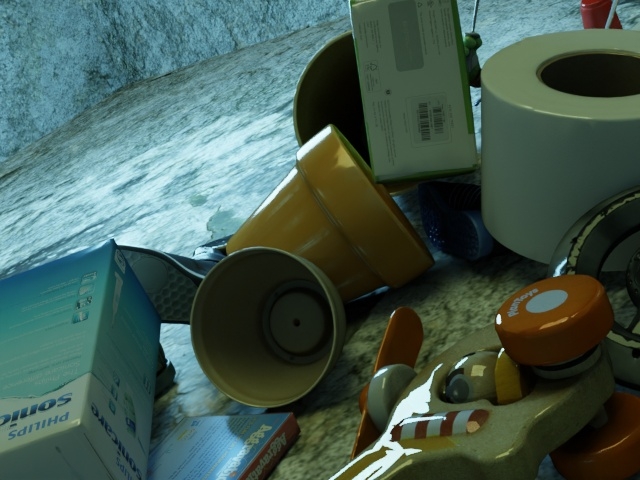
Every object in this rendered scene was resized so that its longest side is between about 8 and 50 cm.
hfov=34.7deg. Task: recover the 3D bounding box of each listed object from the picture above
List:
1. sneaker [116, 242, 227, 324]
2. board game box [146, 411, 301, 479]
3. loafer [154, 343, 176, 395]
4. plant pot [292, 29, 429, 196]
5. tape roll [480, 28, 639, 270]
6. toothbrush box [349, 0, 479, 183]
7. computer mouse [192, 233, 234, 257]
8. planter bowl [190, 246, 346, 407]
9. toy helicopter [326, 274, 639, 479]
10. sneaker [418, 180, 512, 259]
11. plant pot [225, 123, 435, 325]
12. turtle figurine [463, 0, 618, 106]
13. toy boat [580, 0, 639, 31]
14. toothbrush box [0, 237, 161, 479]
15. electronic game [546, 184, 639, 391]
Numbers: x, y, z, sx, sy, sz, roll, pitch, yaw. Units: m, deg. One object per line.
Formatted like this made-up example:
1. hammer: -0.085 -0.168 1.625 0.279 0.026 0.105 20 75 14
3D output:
1. sneaker: -0.184 0.047 1.274 0.086 0.226 0.163 -65 22 7
2. board game box: -0.144 0.249 0.917 0.145 0.027 0.281 -10 22 36
3. loafer: -0.296 0.185 1.165 0.268 0.084 0.096 -31 21 -25
4. plant pot: 0.101 -0.177 1.515 0.237 0.237 0.254 -19 -3 10
5. tape roll: 0.289 -0.100 1.064 0.246 0.169 0.246 -4 30 3
6. toothbrush box: 0.117 -0.175 1.235 0.122 0.206 0.283 -7 1 6
7. computer mouse: -0.035 0.001 1.424 0.262 0.060 0.184 -22 11 -37
8. planter bowl: -0.041 0.088 1.075 0.162 0.162 0.109 -15 -6 20
9. toy helicopter: 0.063 0.156 0.782 0.355 0.140 0.235 -33 20 -22
10. sneaker: 0.188 -0.028 1.236 0.091 0.081 0.232 -11 17 -11
11. plant pot: 0.000 0.000 1.207 0.188 0.205 0.205 -37 18 7
12. turtle figurine: 0.285 -0.232 1.372 0.274 0.198 0.266 -52 29 35
13. toy boat: 0.497 -0.272 1.476 0.267 0.148 0.318 -32 28 -12
14. toothbrush box: -0.284 0.155 1.007 0.216 0.126 0.295 -21 31 7
15. electronic game: 0.308 0.033 0.872 0.229 0.048 0.229 -14 45 14
